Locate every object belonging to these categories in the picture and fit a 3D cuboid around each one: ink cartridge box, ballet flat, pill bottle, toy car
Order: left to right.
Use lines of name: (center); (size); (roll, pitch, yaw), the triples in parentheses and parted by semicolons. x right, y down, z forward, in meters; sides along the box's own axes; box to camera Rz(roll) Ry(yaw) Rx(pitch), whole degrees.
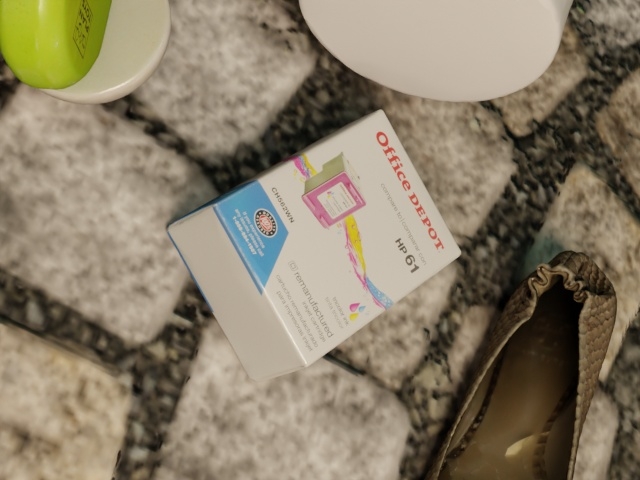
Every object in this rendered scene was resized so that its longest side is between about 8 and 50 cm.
toy car: (-0.135, -0.150, 0.483); (0.136, 0.159, 0.182); (0, 74, 0)
ink cartridge box: (0.000, 0.000, 0.574); (0.122, 0.052, 0.089); (-33, 96, -38)
pill bottle: (0.091, -0.228, 0.639); (0.161, 0.161, 0.283); (31, 61, -25)
ballet flat: (0.103, 0.099, 0.594); (0.058, 0.084, 0.250); (79, 32, -48)
